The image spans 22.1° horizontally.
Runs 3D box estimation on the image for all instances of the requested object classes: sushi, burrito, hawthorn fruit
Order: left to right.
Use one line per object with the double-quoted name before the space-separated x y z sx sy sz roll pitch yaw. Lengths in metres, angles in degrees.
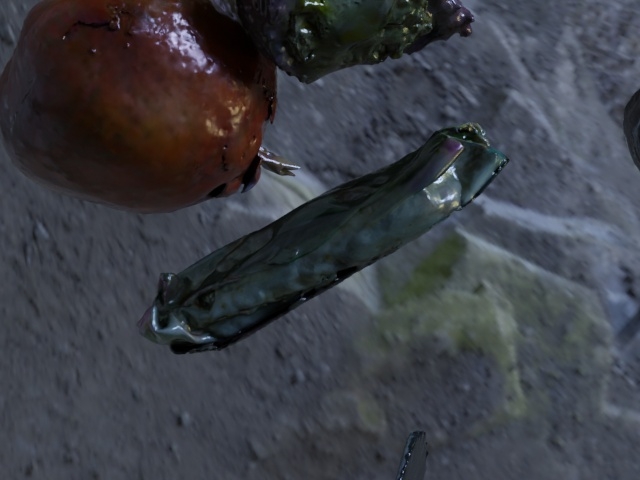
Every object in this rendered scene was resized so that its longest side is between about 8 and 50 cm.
"hawthorn fruit" -0.151 -0.139 1.600 0.307 0.276 0.276 27 99 -12
"burrito" 0.001 0.000 1.252 0.309 0.096 0.066 -28 111 8
"sushi" 0.024 -0.216 1.535 0.161 0.107 0.241 -43 144 14

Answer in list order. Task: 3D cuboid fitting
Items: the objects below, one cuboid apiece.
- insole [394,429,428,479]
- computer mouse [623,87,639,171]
"insole" 0.005 0.236 0.778 0.007 0.109 0.322 13 61 13
"computer mouse" 0.386 -0.105 1.437 0.170 0.100 0.269 35 129 -15
